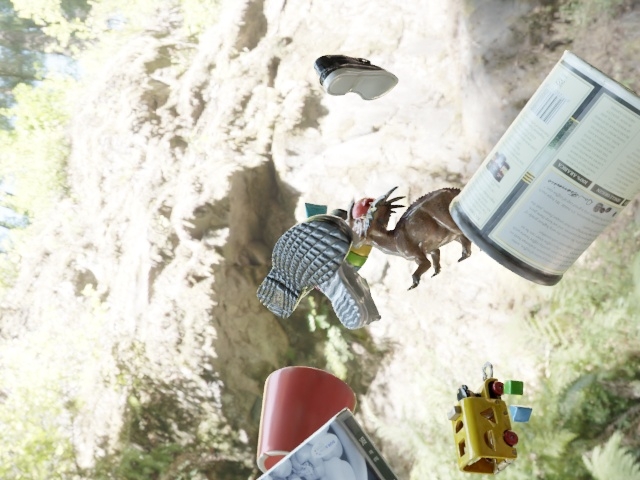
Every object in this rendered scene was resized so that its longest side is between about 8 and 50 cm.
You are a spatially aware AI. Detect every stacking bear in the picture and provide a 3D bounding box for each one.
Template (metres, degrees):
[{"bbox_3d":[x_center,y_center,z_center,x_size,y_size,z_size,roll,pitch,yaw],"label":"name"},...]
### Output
[{"bbox_3d":[0.091,0.002,1.724,0.175,0.164,0.289,16,-62,-46],"label":"stacking bear"}]

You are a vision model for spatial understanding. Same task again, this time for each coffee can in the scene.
[{"bbox_3d":[0.349,-0.100,0.857,0.201,0.201,0.275,-13,-38,-55],"label":"coffee can"}]

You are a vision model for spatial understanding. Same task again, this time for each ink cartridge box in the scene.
[{"bbox_3d":[0.014,0.306,0.572,0.206,0.208,0.045,-44,-15,20],"label":"ink cartridge box"}]

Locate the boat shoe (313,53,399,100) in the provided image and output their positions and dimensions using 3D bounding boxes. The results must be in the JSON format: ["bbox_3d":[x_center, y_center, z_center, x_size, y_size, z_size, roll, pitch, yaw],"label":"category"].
[{"bbox_3d":[0.041,-0.185,0.666,0.125,0.038,0.046,-14,-26,-45],"label":"boat shoe"}]

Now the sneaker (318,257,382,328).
[{"bbox_3d":[0.067,0.116,1.581,0.115,0.281,0.105,7,-42,-42],"label":"sneaker"}]

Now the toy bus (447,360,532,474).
[{"bbox_3d":[0.298,0.340,1.133,0.202,0.104,0.191,-159,77,-79],"label":"toy bus"}]

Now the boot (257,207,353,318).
[{"bbox_3d":[0.000,0.000,1.174,0.223,0.118,0.338,-48,2,-38],"label":"boot"}]

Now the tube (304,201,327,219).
[{"bbox_3d":[-0.012,-0.023,1.909,0.080,0.052,0.207,7,-109,-24],"label":"tube"}]

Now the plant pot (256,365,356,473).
[{"bbox_3d":[-0.053,0.529,1.657,0.243,0.275,0.275,-74,-25,-45],"label":"plant pot"}]

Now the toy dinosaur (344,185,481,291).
[{"bbox_3d":[0.195,-0.036,1.104,0.200,0.296,0.127,62,-176,7],"label":"toy dinosaur"}]
